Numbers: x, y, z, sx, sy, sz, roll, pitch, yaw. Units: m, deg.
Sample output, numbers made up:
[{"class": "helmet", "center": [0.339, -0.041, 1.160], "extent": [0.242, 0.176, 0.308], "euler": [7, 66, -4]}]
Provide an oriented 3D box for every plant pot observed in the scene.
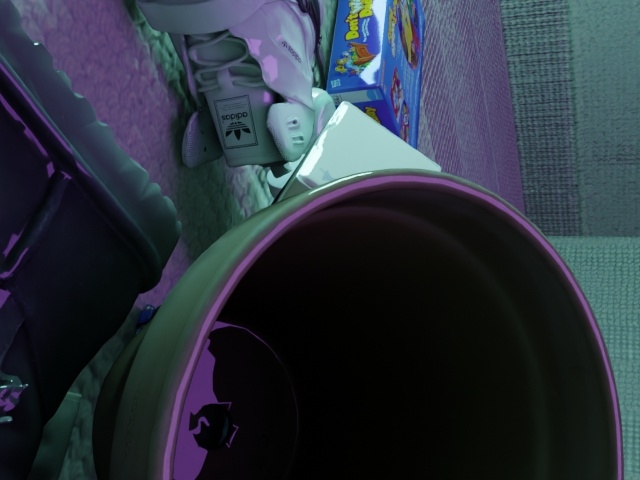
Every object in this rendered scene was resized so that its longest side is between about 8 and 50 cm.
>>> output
[{"class": "plant pot", "center": [-0.017, 0.134, 0.526], "extent": [0.323, 0.280, 0.324], "euler": [6, 80, -35]}]

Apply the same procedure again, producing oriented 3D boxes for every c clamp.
[{"class": "c clamp", "center": [-0.005, -0.227, 1.119], "extent": [0.161, 0.022, 0.137], "euler": [72, 33, -42]}]

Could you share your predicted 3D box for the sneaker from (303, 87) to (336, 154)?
[{"class": "sneaker", "center": [0.054, -0.083, 1.077], "extent": [0.094, 0.151, 0.256], "euler": [-39, 126, -51]}]

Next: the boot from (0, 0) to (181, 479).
[{"class": "boot", "center": [-0.259, 0.065, 0.267], "extent": [0.367, 0.146, 0.445], "euler": [47, 50, -33]}]

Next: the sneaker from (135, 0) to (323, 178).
[{"class": "sneaker", "center": [-0.088, -0.185, 0.741], "extent": [0.366, 0.137, 0.210], "euler": [22, 68, -71]}]

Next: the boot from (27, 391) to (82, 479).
[{"class": "boot", "center": [-0.194, 0.202, 0.517], "extent": [0.189, 0.076, 0.209], "euler": [27, 58, -34]}]

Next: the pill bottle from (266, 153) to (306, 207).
[{"class": "pill bottle", "center": [-0.009, -0.011, 0.995], "extent": [0.103, 0.103, 0.184], "euler": [-65, 148, -46]}]

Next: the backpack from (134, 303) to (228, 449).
[{"class": "backpack", "center": [-0.113, 0.159, 0.717], "extent": [0.158, 0.116, 0.173], "euler": [54, 42, -57]}]

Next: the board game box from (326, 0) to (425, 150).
[{"class": "board game box", "center": [0.098, -0.299, 1.253], "extent": [0.233, 0.078, 0.347], "euler": [58, 34, -54]}]

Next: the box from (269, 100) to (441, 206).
[{"class": "box", "center": [0.000, 0.000, 0.827], "extent": [0.232, 0.126, 0.149], "euler": [-51, -172, 43]}]
